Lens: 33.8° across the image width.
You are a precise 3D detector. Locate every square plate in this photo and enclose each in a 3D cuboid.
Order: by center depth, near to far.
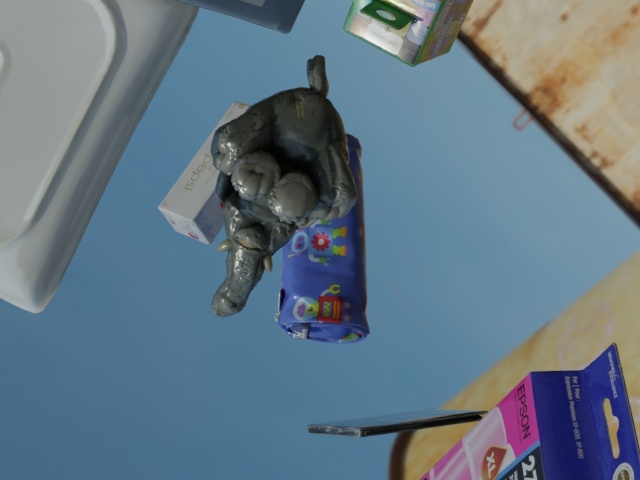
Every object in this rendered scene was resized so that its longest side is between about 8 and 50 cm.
[{"bbox_3d":[-0.339,-0.151,0.962,0.347,0.344,0.049,28,-174,-8],"label":"square plate"}]

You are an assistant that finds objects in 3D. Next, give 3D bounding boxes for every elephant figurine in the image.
[{"bbox_3d":[-0.058,-0.051,1.178,0.186,0.239,0.169,-24,-106,-22],"label":"elephant figurine"}]

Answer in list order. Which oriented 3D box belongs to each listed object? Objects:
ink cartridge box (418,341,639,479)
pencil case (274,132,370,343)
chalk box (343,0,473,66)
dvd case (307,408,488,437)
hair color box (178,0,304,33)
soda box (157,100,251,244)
[{"bbox_3d":[0.222,0.277,1.190,0.069,0.371,0.176,16,-132,-19],"label":"ink cartridge box"},{"bbox_3d":[0.000,0.000,1.494,0.119,0.133,0.306,66,-158,-71],"label":"pencil case"},{"bbox_3d":[0.131,-0.353,1.583,0.132,0.132,0.213,31,-154,14],"label":"chalk box"},{"bbox_3d":[0.115,0.271,1.579,0.221,0.164,0.018,-2,-97,-27],"label":"dvd case"},{"bbox_3d":[-0.179,-0.315,0.886,0.374,0.114,0.185,40,-158,34],"label":"hair color box"},{"bbox_3d":[-0.147,-0.105,1.590,0.073,0.216,0.069,20,156,31],"label":"soda box"}]
